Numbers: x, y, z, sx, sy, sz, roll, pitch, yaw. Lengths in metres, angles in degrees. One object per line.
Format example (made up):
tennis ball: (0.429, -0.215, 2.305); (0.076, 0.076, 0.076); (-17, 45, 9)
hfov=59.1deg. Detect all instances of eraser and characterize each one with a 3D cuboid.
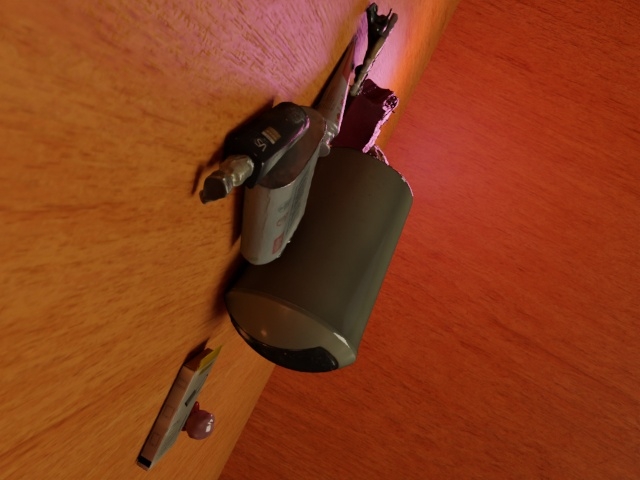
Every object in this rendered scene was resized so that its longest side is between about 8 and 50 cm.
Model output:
eraser: (-0.064, -0.082, 0.907); (0.227, 0.081, 0.174); (107, 9, -58)

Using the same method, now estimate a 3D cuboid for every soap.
soap: (0.119, -0.305, 1.400); (0.162, 0.099, 0.250); (-66, 173, 27)

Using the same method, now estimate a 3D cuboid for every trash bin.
trash bin: (0.000, 0.050, 1.144); (0.280, 0.280, 0.432); (105, 11, -66)

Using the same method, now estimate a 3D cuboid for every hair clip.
hair clip: (0.097, -0.367, 1.104); (0.187, 0.056, 0.146); (107, 5, -49)

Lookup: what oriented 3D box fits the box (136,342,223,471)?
box: (-0.273, 0.315, 1.107); (0.247, 0.033, 0.129); (-63, 173, 7)

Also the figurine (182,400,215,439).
figurine: (-0.288, 0.437, 1.336); (0.083, 0.071, 0.067); (-63, 174, 18)

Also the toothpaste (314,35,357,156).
toothpaste: (0.026, -0.264, 1.042); (0.089, 0.057, 0.234); (107, 1, -66)

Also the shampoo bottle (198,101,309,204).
shampoo bottle: (-0.083, -0.113, 0.718); (0.064, 0.057, 0.208); (-57, 177, 42)

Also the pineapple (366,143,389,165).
pineapple: (0.054, -0.127, 1.471); (0.340, 0.169, 0.169); (-50, 167, -41)
